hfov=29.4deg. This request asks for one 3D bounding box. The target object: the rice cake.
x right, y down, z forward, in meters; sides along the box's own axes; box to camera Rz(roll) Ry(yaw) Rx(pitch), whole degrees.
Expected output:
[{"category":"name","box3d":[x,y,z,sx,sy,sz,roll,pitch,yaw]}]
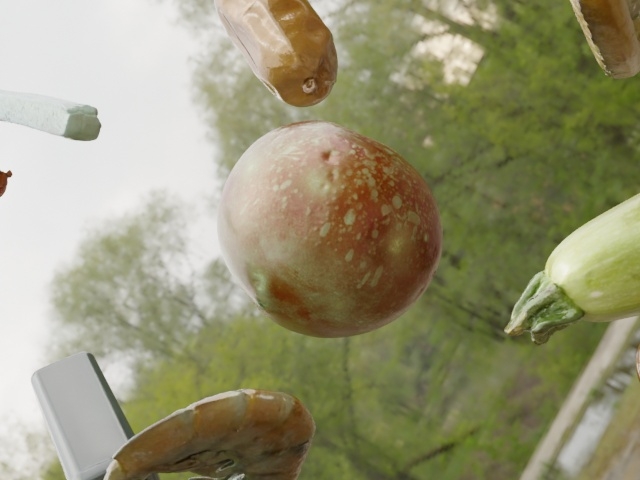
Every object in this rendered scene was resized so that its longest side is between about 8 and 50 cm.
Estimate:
[{"category":"rice cake","box3d":[-0.231,-0.106,1.011,0.042,0.180,0.030,5,-83,-37]}]

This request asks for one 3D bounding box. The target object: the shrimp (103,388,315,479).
[{"category":"shrimp","box3d":[-0.098,0.213,0.976,0.296,0.169,0.058,103,153,-46]}]

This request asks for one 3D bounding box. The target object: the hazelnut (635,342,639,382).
[{"category":"hazelnut","box3d":[0.490,0.152,1.624,0.143,0.143,0.154,-60,-32,-18]}]

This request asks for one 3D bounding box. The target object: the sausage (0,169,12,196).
[{"category":"sausage","box3d":[-0.556,-0.022,1.620,0.347,0.053,0.053,-31,-25,-35]}]

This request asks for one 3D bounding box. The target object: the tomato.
[{"category":"tomato","box3d":[0.000,0.000,1.441,0.223,0.270,0.270,-50,-13,-32]}]

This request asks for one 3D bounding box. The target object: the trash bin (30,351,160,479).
[{"category":"trash bin","box3d":[-0.258,0.269,1.445,0.101,0.236,0.177,-23,-41,-15]}]

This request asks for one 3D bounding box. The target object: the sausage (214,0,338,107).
[{"category":"sausage","box3d":[-0.059,-0.287,1.678,0.120,0.241,0.136,-43,-25,20]}]

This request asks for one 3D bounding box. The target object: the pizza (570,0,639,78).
[{"category":"pizza","box3d":[0.269,-0.270,1.183,0.089,0.223,0.323,-21,-10,16]}]

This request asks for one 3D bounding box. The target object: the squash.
[{"category":"squash","box3d":[0.291,0.004,1.102,0.137,0.287,0.137,165,90,-87]}]
